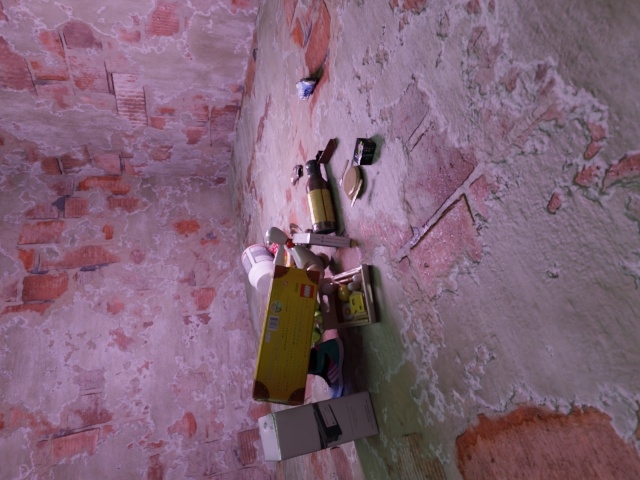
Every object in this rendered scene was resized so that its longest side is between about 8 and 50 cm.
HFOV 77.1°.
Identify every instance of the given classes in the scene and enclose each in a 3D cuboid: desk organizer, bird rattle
[{"bbox_3d":[0.023,-0.392,1.772,0.130,0.050,0.047,127,135,-58],"label":"desk organizer"},{"bbox_3d":[-0.207,0.103,2.380,0.207,0.143,0.254,-30,52,53],"label":"bird rattle"}]

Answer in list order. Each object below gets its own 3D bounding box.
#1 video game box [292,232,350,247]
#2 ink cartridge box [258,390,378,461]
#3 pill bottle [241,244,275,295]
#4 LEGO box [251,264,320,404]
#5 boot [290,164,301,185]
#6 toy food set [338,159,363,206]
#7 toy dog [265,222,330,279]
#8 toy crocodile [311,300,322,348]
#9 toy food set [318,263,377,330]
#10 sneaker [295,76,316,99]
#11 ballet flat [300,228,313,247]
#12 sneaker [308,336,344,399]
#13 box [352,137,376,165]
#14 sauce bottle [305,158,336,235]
[{"bbox_3d":[0.000,0.000,1.703,0.205,0.186,0.048,180,94,-67],"label":"video game box"},{"bbox_3d":[-0.019,0.730,1.577,0.285,0.394,0.166,123,138,-56],"label":"ink cartridge box"},{"bbox_3d":[-0.384,0.193,2.645,0.363,0.210,0.210,-129,41,-56],"label":"pill bottle"},{"bbox_3d":[-0.144,0.400,1.647,0.372,0.193,0.501,110,169,-66],"label":"LEGO box"},{"bbox_3d":[-0.128,-0.349,2.165,0.087,0.042,0.119,-148,57,-61],"label":"boot"},{"bbox_3d":[0.129,-0.226,1.568,0.192,0.038,0.133,-112,35,-49],"label":"toy food set"},{"bbox_3d":[-0.113,0.086,1.829,0.334,0.220,0.161,45,119,19],"label":"toy dog"},{"bbox_3d":[-0.058,0.412,2.013,0.115,0.105,0.341,-123,36,-51],"label":"toy crocodile"},{"bbox_3d":[0.094,0.230,1.578,0.306,0.092,0.220,-26,69,54],"label":"toy food set"},{"bbox_3d":[-0.064,-0.729,1.923,0.211,0.080,0.081,-143,46,-74],"label":"sneaker"},{"bbox_3d":[-0.095,0.029,2.111,0.250,0.058,0.084,113,147,-48],"label":"ballet flat"},{"bbox_3d":[0.009,0.582,1.775,0.123,0.178,0.296,-158,66,-66],"label":"sneaker"},{"bbox_3d":[0.157,-0.321,1.452,0.062,0.052,0.083,-123,35,-50],"label":"box"},{"bbox_3d":[-0.006,-0.196,1.802,0.111,0.111,0.345,137,128,-62],"label":"sauce bottle"}]
